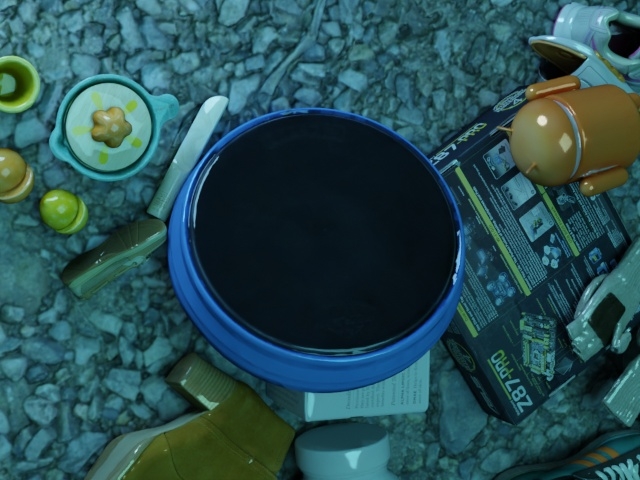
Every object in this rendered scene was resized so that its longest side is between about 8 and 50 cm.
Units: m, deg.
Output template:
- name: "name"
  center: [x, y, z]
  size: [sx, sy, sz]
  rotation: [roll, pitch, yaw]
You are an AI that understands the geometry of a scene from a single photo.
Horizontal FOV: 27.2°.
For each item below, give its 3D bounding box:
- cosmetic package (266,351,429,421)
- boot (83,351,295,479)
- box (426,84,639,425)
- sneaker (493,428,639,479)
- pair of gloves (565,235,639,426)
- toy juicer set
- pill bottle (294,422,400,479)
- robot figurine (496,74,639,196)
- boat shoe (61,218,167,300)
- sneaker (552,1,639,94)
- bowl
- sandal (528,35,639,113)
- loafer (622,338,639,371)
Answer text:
- name: "cosmetic package"
  center: [0.036, 0.151, 1.807]
  size: [0.183, 0.151, 0.152]
  rotation: [-2, 97, -23]
- name: "boot"
  center: [-0.175, 0.316, 1.759]
  size: [0.211, 0.104, 0.295]
  rotation: [44, 74, -21]
- name: "box"
  center: [0.292, 0.021, 1.936]
  size: [0.318, 0.097, 0.395]
  rotation: [-38, 110, -18]
- name: "sneaker"
  center: [0.411, 0.373, 1.993]
  size: [0.302, 0.121, 0.108]
  rotation: [-16, 104, -12]
- name: "pair of gloves"
  center: [0.470, 0.140, 1.962]
  size: [0.204, 0.042, 0.240]
  rotation: [-43, 119, -13]
- name: "toy juicer set"
  center: [-0.274, -0.106, 1.675]
  size: [0.328, 0.089, 0.209]
  rotation: [7, 93, -25]
- name: "pill bottle"
  center: [0.042, 0.404, 1.832]
  size: [0.162, 0.162, 0.279]
  rotation: [-9, 100, -23]
- name: "robot figurine"
  center: [0.353, -0.146, 1.831]
  size: [0.219, 0.128, 0.158]
  rotation: [-14, 102, -24]
- name: "boat shoe"
  center: [-0.257, 0.025, 1.698]
  size: [0.153, 0.056, 0.048]
  rotation: [-31, 126, 6]
- name: "sneaker"
  center: [0.470, -0.271, 1.972]
  size: [0.252, 0.111, 0.103]
  rotation: [22, 87, -24]
- name: "bowl"
  center: [0.000, 0.000, 1.702]
  size: [0.391, 0.077, 0.391]
  rotation: [4, 63, -8]
- name: "sandal"
  center: [0.406, -0.211, 1.957]
  size: [0.265, 0.102, 0.076]
  rotation: [33, 80, -25]
- name: "loafer"
  center: [0.581, 0.284, 2.083]
  size: [0.112, 0.111, 0.319]
  rotation: [-41, 110, -14]
